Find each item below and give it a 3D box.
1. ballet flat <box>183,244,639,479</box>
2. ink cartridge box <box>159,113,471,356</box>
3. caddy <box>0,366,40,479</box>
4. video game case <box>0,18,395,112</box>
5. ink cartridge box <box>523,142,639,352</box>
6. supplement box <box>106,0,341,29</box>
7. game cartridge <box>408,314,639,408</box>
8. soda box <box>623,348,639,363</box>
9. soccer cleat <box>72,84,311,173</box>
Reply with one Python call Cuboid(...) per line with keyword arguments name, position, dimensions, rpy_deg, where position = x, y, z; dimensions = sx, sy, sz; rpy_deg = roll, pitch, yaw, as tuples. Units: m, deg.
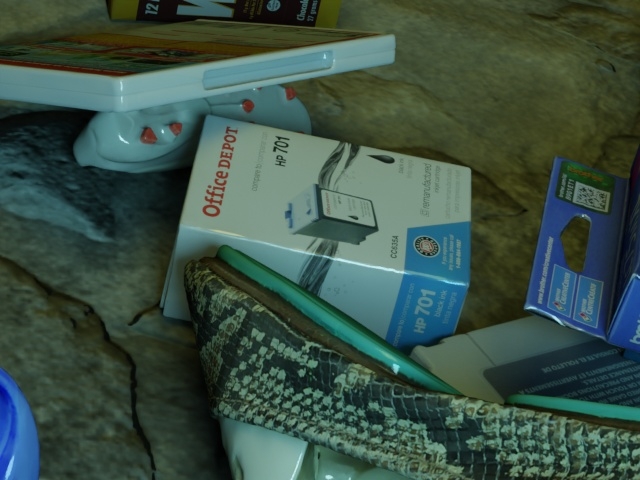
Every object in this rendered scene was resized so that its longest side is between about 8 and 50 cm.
Cuboid(name="ballet flat", position=(0.069, 0.137, 0.910), dimensions=(0.483, 0.182, 0.164), rpy_deg=(18, -12, 40))
Cuboid(name="ink cartridge box", position=(0.000, 0.000, 1.163), dimensions=(0.190, 0.082, 0.139), rpy_deg=(12, 36, -4))
Cuboid(name="caddy", position=(-0.269, 0.158, 0.738), dimensions=(0.179, 0.241, 0.341), rpy_deg=(28, 39, 28))
Cuboid(name="video game case", position=(-0.111, -0.128, 1.236), dimensions=(0.204, 0.025, 0.285), rpy_deg=(10, 17, 38))
Cuboid(name="ink cartridge box", position=(0.286, 0.020, 1.050), dimensions=(0.311, 0.065, 0.186), rpy_deg=(16, 36, 5))
Cuboid(name="supplement box", position=(-0.088, -0.285, 1.468), dimensions=(0.194, 0.129, 0.191), rpy_deg=(1, 39, -17))
Cuboid(name="game cartridge", position=(0.207, 0.118, 1.100), dimensions=(0.297, 0.062, 0.198), rpy_deg=(-11, 48, -30))
Cuboid(name="soda box", position=(0.304, 0.072, 1.092), dimensions=(0.210, 0.067, 0.071), rpy_deg=(22, 38, 12))
Cuboid(name="soccer cleat", position=(-0.090, -0.082, 1.259), dimensions=(0.196, 0.076, 0.068), rpy_deg=(-6, 77, -45))
